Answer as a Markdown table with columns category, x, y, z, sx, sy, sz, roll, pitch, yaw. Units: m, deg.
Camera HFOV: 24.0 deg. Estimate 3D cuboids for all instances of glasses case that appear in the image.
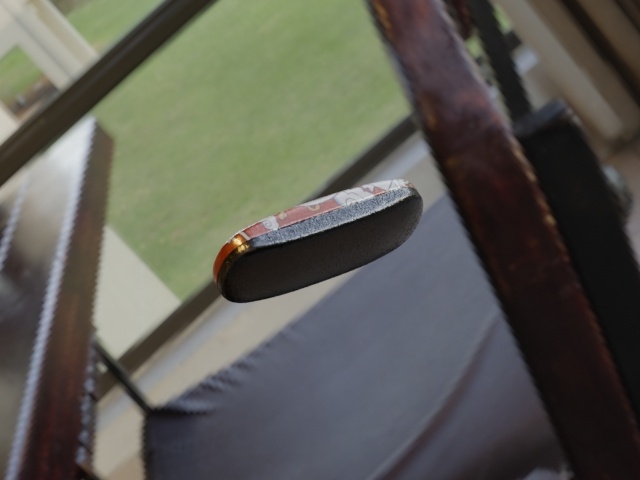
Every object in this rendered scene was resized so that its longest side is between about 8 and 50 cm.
| category | x | y | z | sx | sy | sz | roll | pitch | yaw |
| --- | --- | --- | --- | --- | --- | --- | --- | --- | --- |
| glasses case | 0.000 | 0.000 | 1.716 | 0.266 | 0.067 | 0.103 | -19 | -31 | -27 |
